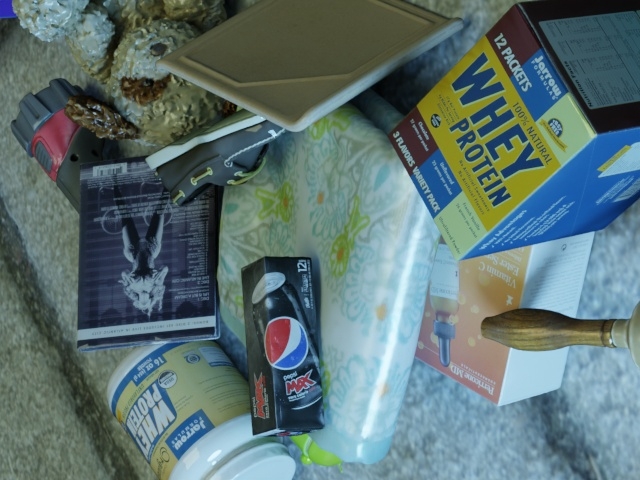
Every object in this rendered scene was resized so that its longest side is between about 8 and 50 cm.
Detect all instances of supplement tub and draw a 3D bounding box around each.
[{"bbox_3d":[-0.132,0.209,2.177,0.200,0.144,0.144,50,131,28],"label":"supplement tub"}]

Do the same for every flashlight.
[{"bbox_3d":[-0.244,-0.055,2.286,0.103,0.103,0.304,-44,66,6],"label":"flashlight"}]

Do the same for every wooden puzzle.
[{"bbox_3d":[-0.011,-0.185,1.919,0.238,0.221,0.044,24,138,44],"label":"wooden puzzle"}]

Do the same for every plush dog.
[{"bbox_3d":[-0.183,-0.202,2.121,0.211,0.262,0.225,91,161,-65],"label":"plush dog"}]

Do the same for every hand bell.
[{"bbox_3d":[0.248,0.079,1.713,0.242,0.126,0.126,2,100,35],"label":"hand bell"}]

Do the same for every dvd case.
[{"bbox_3d":[-0.192,0.010,2.183,0.164,0.018,0.221,-7,70,15],"label":"dvd case"}]

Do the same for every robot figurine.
[{"bbox_3d":[-0.003,0.194,2.091,0.115,0.067,0.101,46,130,30],"label":"robot figurine"}]

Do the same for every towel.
[{"bbox_3d":[0.000,0.000,1.960,0.374,0.090,0.321,45,131,55],"label":"towel"}]

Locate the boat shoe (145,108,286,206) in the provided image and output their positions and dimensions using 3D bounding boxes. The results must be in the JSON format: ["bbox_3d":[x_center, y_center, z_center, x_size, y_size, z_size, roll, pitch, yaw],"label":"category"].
[{"bbox_3d":[-0.093,-0.089,1.980,0.227,0.081,0.069,-18,101,55],"label":"boat shoe"}]

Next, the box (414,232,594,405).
[{"bbox_3d":[0.169,0.049,1.855,0.130,0.091,0.171,28,118,41],"label":"box"}]

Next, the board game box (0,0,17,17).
[{"bbox_3d":[-0.505,-0.307,2.323,0.233,0.347,0.078,13,107,45],"label":"board game box"}]

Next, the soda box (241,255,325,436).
[{"bbox_3d":[-0.037,0.102,1.879,0.060,0.053,0.169,-26,66,60],"label":"soda box"}]

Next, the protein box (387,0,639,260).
[{"bbox_3d":[0.210,-0.101,1.695,0.200,0.201,0.136,-45,65,43],"label":"protein box"}]
